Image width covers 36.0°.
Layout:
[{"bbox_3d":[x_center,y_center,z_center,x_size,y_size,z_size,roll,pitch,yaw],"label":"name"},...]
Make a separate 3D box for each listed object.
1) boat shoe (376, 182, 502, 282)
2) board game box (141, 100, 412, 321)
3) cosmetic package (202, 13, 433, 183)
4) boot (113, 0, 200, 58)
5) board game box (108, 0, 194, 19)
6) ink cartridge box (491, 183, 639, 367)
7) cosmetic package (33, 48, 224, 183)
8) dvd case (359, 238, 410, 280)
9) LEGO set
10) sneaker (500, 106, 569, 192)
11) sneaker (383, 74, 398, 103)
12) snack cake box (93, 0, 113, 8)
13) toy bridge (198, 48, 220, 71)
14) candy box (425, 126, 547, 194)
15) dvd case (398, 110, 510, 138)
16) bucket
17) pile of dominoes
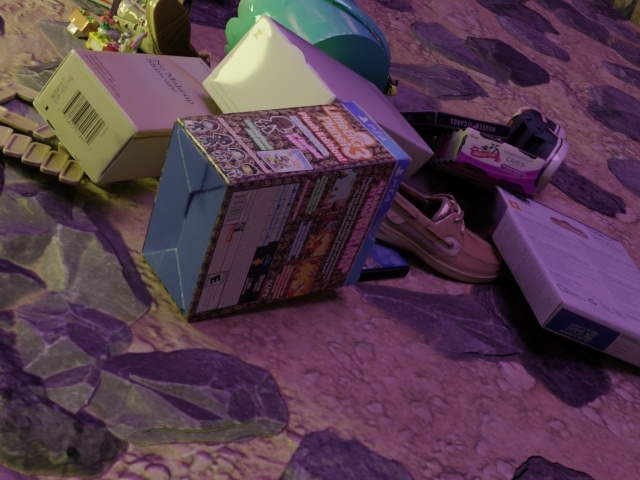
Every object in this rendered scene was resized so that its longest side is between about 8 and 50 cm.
[{"bbox_3d":[0.191,-0.023,1.613,0.302,0.098,0.109,25,28,-21],"label":"boat shoe"},{"bbox_3d":[-0.062,-0.045,1.317,0.290,0.232,0.141,-10,47,-37],"label":"board game box"},{"bbox_3d":[0.008,-0.191,1.562,0.197,0.155,0.365,54,19,26],"label":"cosmetic package"},{"bbox_3d":[-0.300,-0.382,1.732,0.165,0.213,0.077,39,74,22],"label":"boot"},{"bbox_3d":[-0.309,-0.458,1.839,0.141,0.170,0.048,30,32,8],"label":"board game box"},{"bbox_3d":[0.452,0.070,1.683,0.324,0.071,0.330,22,28,-26],"label":"ink cartridge box"},{"bbox_3d":[-0.249,-0.185,1.452,0.160,0.113,0.309,50,26,11],"label":"cosmetic package"},{"bbox_3d":[0.000,0.000,1.531,0.253,0.022,0.180,-4,43,-41],"label":"dvd case"},{"bbox_3d":[-0.360,-0.339,1.683,0.132,0.107,0.287,13,33,-21],"label":"LEGO set"},{"bbox_3d":[0.436,-0.194,2.053,0.127,0.126,0.321,32,20,1],"label":"sneaker"},{"bbox_3d":[0.104,-0.356,2.067,0.084,0.097,0.235,3,38,-35],"label":"sneaker"},{"bbox_3d":[-0.370,-0.526,1.913,0.264,0.152,0.089,23,31,-7],"label":"snack cake box"},{"bbox_3d":[-0.203,-0.304,1.792,0.026,0.063,0.188,13,34,-21],"label":"toy bridge"},{"bbox_3d":[0.301,-0.144,1.823,0.159,0.071,0.233,22,0,-8],"label":"candy box"},{"bbox_3d":[0.222,-0.225,1.910,0.179,0.030,0.238,6,2,-31],"label":"dvd case"},{"bbox_3d":[-0.019,-0.327,1.779,0.281,0.281,0.183,0,45,-37],"label":"bucket"},{"bbox_3d":[-0.411,-0.148,1.452,0.251,0.040,0.196,24,30,12],"label":"pile of dominoes"}]
